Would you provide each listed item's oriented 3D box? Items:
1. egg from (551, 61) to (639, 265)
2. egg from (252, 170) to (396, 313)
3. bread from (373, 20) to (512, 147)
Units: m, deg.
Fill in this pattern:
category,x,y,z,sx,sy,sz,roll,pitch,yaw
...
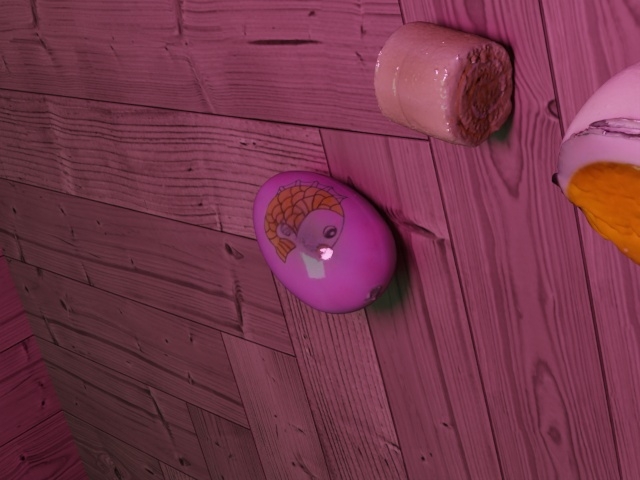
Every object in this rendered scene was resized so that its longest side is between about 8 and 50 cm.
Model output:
category,x,y,z,sx,sy,sz,roll,pitch,yaw
egg,0.414,-0.085,1.331,0.286,0.174,0.264,46,155,-24
egg,0.000,0.000,1.909,0.271,0.196,0.196,31,138,38
bread,0.163,-0.206,1.587,0.141,0.134,0.148,25,147,42
